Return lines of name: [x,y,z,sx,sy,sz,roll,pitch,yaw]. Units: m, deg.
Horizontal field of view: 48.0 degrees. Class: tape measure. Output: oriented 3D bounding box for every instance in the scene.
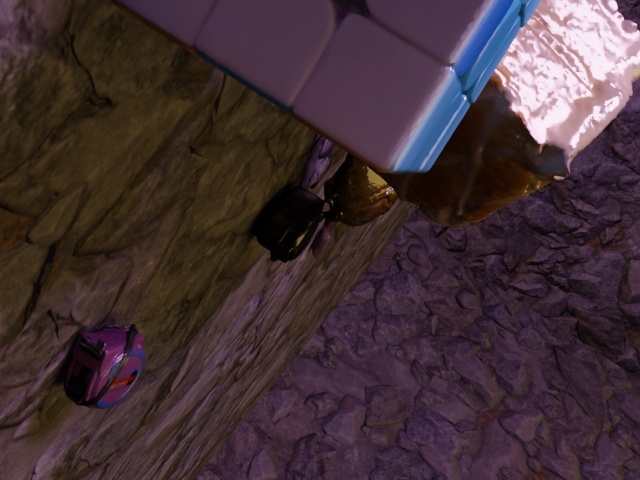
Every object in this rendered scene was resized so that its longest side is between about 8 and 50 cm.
tape measure: [-0.308,0.177,1.031,0.125,0.074,0.118,-63,163,12]

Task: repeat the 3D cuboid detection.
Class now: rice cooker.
rice cooker: [-0.059,-0.034,1.443,0.165,0.106,0.112,-44,165,-33]

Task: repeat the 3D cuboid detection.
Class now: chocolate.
chocolate: [0.000,0.000,2.039,0.064,0.031,0.100,-71,-171,-48]

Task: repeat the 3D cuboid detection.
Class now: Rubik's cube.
Rubik's cube: [0.040,-0.254,0.673,0.290,0.291,0.292,-58,171,11]

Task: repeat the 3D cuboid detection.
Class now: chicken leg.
chicken leg: [0.109,-0.157,1.463,0.212,0.140,0.361,-32,157,-31]

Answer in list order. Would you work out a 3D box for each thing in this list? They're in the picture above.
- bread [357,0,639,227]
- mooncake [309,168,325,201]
bread: [0.198,-0.236,1.027,0.279,0.371,0.390,-47,-174,-22]
mooncake: [0.045,-0.228,1.488,0.150,0.057,0.346,-35,155,-29]
